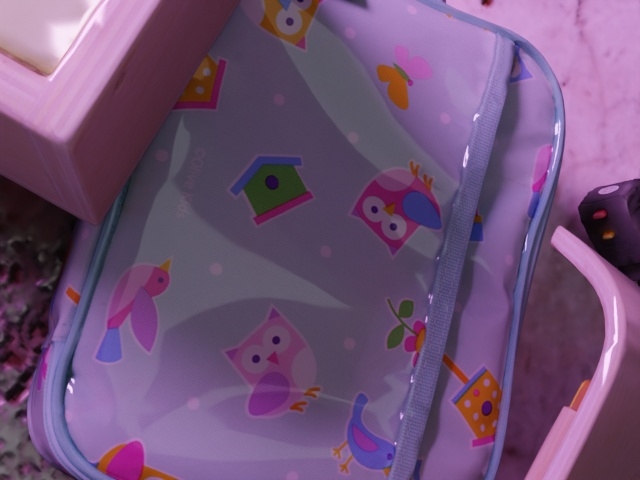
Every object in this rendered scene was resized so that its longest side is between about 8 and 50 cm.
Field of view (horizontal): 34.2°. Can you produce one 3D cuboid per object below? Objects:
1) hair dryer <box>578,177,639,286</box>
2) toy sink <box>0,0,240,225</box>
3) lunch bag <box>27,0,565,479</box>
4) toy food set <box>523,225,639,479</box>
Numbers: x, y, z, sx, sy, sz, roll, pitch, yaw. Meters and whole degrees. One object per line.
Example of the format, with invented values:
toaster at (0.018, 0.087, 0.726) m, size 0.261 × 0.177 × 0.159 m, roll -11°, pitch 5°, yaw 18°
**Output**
hair dryer at (0.299, 0.053, 0.609) m, size 0.224 × 0.080 × 0.293 m, roll -26°, pitch 92°, yaw -21°
toy sink at (-0.144, -0.136, 0.367) m, size 0.234 × 0.131 × 0.152 m, roll 31°, pitch 77°, yaw -1°
lunch bag at (0.000, 0.000, 0.498) m, size 0.224 × 0.108 × 0.279 m, roll 19°, pitch 77°, yaw -15°
toy food set at (0.092, 0.167, 0.462) m, size 0.220 × 0.092 × 0.306 m, roll 31°, pitch 86°, yaw -43°
